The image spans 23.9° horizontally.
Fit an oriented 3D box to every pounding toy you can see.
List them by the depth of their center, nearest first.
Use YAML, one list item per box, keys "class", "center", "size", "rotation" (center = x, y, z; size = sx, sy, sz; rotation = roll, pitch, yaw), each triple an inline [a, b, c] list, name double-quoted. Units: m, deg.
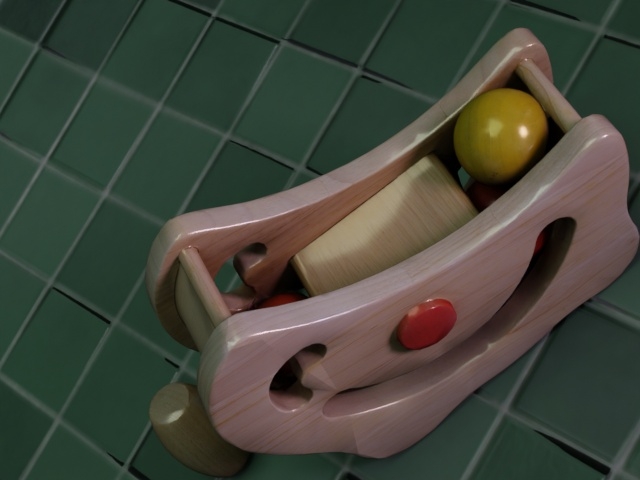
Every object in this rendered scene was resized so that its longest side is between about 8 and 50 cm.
- class: "pounding toy"
  center: [0.000, 0.000, 0.699]
  size: [0.269, 0.154, 0.155]
  rotation: [-41, 52, 11]
